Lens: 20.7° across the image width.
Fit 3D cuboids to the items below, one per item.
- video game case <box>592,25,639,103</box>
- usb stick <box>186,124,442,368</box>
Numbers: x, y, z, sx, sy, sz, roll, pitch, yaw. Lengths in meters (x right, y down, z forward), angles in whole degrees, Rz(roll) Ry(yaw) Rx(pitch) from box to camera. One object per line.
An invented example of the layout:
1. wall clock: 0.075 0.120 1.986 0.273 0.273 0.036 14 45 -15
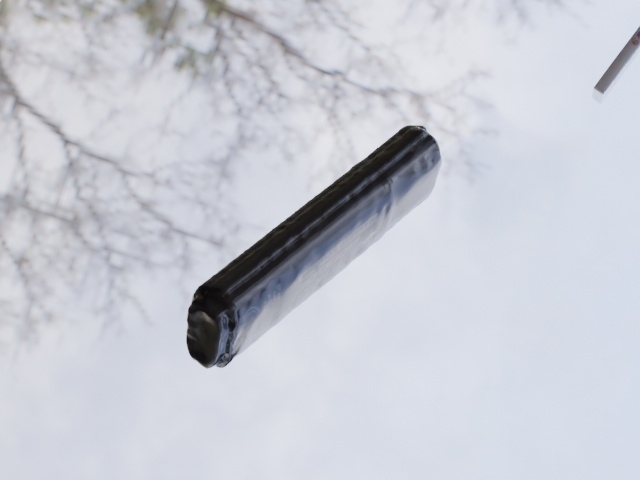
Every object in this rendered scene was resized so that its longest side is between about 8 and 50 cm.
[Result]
1. video game case: 0.255 -0.163 1.381 0.122 0.011 0.087 -54 173 5
2. usb stick: 0.000 0.000 1.297 0.045 0.278 0.077 33 -43 20
